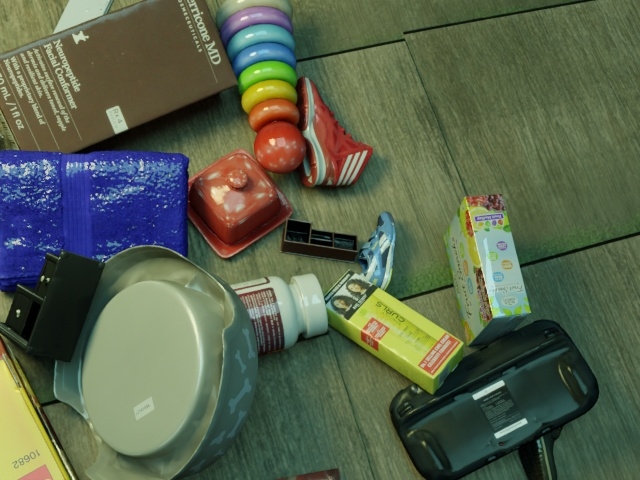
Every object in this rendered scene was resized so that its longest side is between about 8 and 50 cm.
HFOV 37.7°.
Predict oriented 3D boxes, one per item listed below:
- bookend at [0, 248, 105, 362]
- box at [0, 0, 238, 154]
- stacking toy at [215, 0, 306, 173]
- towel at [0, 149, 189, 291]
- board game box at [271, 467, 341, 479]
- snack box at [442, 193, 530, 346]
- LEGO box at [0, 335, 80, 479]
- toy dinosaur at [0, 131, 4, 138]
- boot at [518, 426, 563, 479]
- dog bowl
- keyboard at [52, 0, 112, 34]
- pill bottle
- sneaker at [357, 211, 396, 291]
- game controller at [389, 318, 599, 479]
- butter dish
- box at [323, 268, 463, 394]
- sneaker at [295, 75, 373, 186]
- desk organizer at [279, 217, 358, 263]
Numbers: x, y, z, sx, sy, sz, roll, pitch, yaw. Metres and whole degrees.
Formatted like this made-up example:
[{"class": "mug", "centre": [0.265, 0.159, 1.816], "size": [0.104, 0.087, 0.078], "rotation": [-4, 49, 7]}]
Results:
[{"class": "bookend", "centre": [-0.410, 0.084, 1.406], "size": [0.072, 0.156, 0.157], "rotation": [21, 87, -38]}, {"class": "box", "centre": [-0.353, -0.275, 1.563], "size": [0.381, 0.143, 0.191], "rotation": [-27, 107, -19]}, {"class": "stacking toy", "centre": [-0.092, -0.265, 1.632], "size": [0.141, 0.141, 0.330], "rotation": [-7, 69, -11]}, {"class": "towel", "centre": [-0.360, -0.027, 1.475], "size": [0.308, 0.076, 0.227], "rotation": [-1, 106, -12]}, {"class": "board game box", "centre": [-0.015, 0.495, 1.401], "size": [0.145, 0.027, 0.281], "rotation": [-8, 70, -13]}, {"class": "snack box", "centre": [0.269, 0.052, 1.542], "size": [0.070, 0.174, 0.207], "rotation": [-6, 70, -7]}, {"class": "LEGO box", "centre": [-0.580, 0.401, 1.262], "size": [0.500, 0.193, 0.372], "rotation": [-27, 75, -18]}, {"class": "toy dinosaur", "centre": [-0.573, -0.110, 1.513], "size": [0.200, 0.127, 0.295], "rotation": [-34, 82, -26]}, {"class": "boot", "centre": [0.390, 0.301, 1.519], "size": [0.137, 0.077, 0.197], "rotation": [-3, 70, -15]}, {"class": "dog bowl", "centre": [-0.235, 0.186, 1.353], "size": [0.102, 0.349, 0.348], "rotation": [16, 57, -51]}, {"class": "keyboard", "centre": [-0.452, -0.351, 1.685], "size": [0.072, 0.014, 0.256], "rotation": [16, 66, 3]}, {"class": "pill bottle", "centre": [-0.108, 0.124, 1.485], "size": [0.221, 0.121, 0.121], "rotation": [-12, 71, -13]}, {"class": "sneaker", "centre": [0.095, 0.014, 1.598], "size": [0.059, 0.053, 0.144], "rotation": [9, 66, -3]}, {"class": "game controller", "centre": [0.274, 0.253, 1.482], "size": [0.319, 0.067, 0.166], "rotation": [-27, 72, -1]}, {"class": "butter dish", "centre": [-0.142, -0.081, 1.564], "size": [0.160, 0.118, 0.160], "rotation": [-34, 78, -20]}, {"class": "box", "centre": [0.112, 0.145, 1.507], "size": [0.232, 0.058, 0.087], "rotation": [34, 64, 25]}, {"class": "sneaker", "centre": [0.017, -0.187, 1.668], "size": [0.128, 0.087, 0.221], "rotation": [5, 64, -27]}, {"class": "desk organizer", "centre": [0.000, 0.000, 1.589], "size": [0.130, 0.050, 0.047], "rotation": [8, 67, -5]}]
